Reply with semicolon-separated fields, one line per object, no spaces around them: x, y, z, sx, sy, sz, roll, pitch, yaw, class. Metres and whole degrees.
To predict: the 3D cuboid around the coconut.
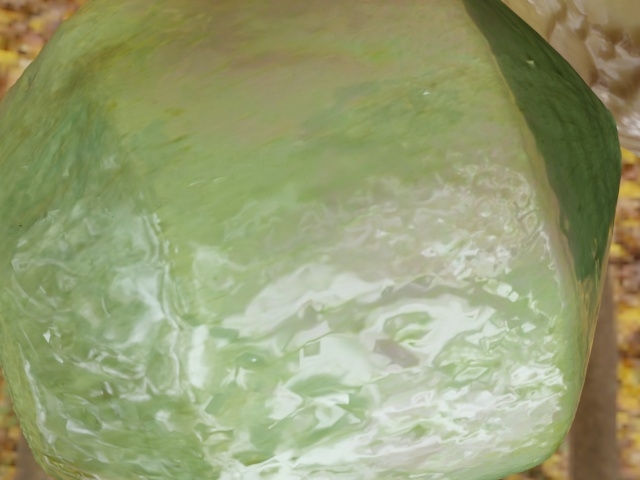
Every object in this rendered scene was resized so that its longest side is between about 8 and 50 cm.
0.000;0.000;0.757;0.328;0.281;0.328;-15;138;-14;coconut

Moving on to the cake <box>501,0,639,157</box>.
0.311;-0.154;0.991;0.332;0.321;0.332;-38;174;-4;cake
